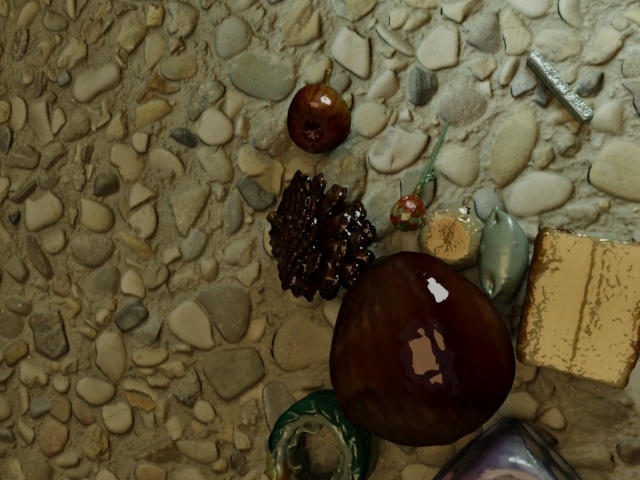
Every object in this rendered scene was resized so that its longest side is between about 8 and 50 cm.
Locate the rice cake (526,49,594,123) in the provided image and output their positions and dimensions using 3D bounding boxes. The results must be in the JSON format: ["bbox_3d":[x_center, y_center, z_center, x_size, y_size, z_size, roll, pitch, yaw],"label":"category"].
[{"bbox_3d":[0.537,-0.346,1.197,0.033,0.033,0.207,-35,74,6],"label":"rice cake"}]

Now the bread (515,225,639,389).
[{"bbox_3d":[0.514,0.122,1.055,0.207,0.279,0.278,9,88,20],"label":"bread"}]

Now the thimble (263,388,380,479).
[{"bbox_3d":[-0.001,0.515,1.297,0.288,0.167,0.254,-47,72,12],"label":"thimble"}]

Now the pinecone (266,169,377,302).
[{"bbox_3d":[0.007,0.001,1.256,0.242,0.296,0.298,-6,64,33],"label":"pinecone"}]

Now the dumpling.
[{"bbox_3d":[0.403,0.034,1.169,0.105,0.149,0.216,-1,84,20],"label":"dumpling"}]

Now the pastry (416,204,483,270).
[{"bbox_3d":[0.305,-0.001,1.243,0.166,0.088,0.165,-1,88,20],"label":"pastry"}]

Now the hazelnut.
[{"bbox_3d":[0.198,0.220,1.121,0.353,0.421,0.420,-2,86,-10],"label":"hazelnut"}]

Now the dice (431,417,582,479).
[{"bbox_3d":[0.391,0.551,1.086,0.271,0.270,0.270,-46,73,13],"label":"dice"}]

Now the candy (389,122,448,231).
[{"bbox_3d":[0.253,-0.153,1.292,0.078,0.084,0.287,23,86,20],"label":"candy"}]

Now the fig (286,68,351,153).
[{"bbox_3d":[0.003,-0.324,1.359,0.175,0.207,0.175,5,124,8],"label":"fig"}]
